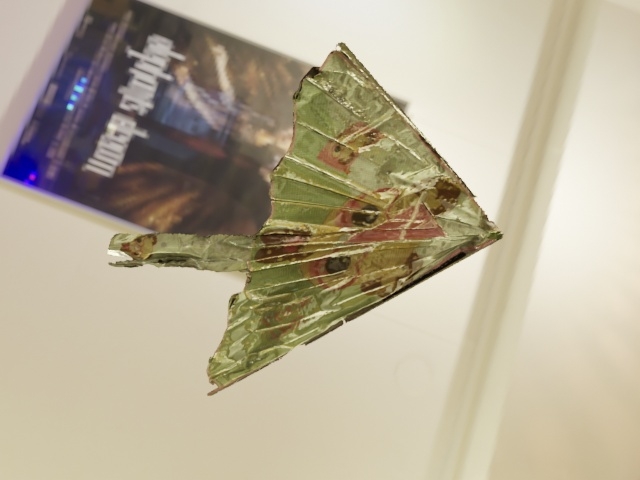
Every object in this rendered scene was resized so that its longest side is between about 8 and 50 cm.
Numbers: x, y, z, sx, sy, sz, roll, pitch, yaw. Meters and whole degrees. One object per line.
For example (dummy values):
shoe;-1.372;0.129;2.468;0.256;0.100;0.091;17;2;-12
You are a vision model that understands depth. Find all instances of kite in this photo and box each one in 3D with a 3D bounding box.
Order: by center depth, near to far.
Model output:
kite;0.000;0.000;0.665;0.323;0.267;0.013;110;-32;-45
